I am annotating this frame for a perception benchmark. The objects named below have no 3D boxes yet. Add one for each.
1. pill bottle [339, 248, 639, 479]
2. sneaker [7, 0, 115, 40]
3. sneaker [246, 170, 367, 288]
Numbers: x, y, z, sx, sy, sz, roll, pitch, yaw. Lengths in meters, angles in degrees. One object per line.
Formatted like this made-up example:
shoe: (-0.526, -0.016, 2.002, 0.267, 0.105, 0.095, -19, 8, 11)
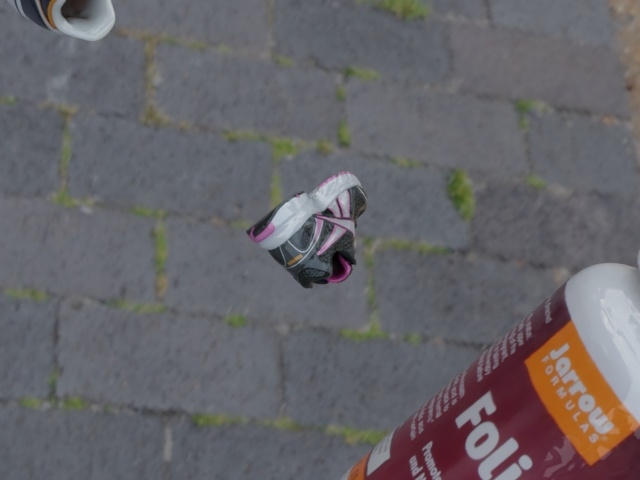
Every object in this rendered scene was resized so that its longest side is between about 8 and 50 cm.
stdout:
pill bottle: (0.214, 0.160, 1.203, 0.224, 0.392, 0.224, 37, 25, -20)
sneaker: (-0.276, -0.349, 1.625, 0.127, 0.321, 0.126, 31, 59, 24)
sneaker: (0.000, 0.000, 1.264, 0.077, 0.072, 0.178, 55, 26, 2)
